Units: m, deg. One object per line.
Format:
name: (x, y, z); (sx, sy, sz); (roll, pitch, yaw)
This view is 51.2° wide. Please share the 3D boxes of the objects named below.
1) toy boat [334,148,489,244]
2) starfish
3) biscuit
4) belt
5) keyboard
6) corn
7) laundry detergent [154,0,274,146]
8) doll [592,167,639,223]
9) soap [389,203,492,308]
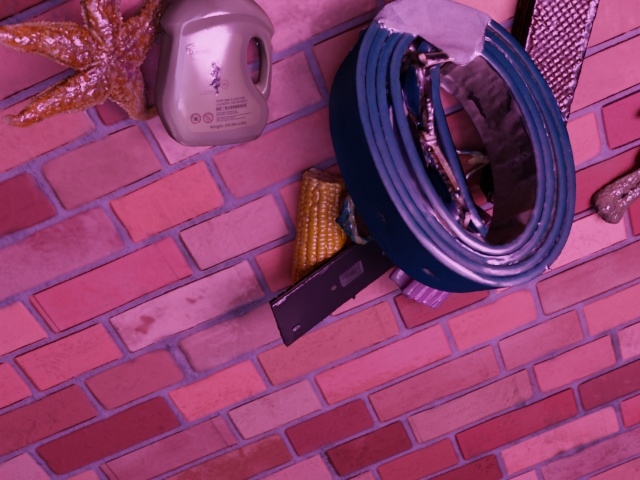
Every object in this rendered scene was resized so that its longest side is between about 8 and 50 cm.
toy boat: (0.150, -0.090, 1.100); (0.293, 0.099, 0.108); (-26, 121, -17)
starfish: (-0.303, -0.264, 0.904); (0.302, 0.060, 0.299); (-39, 144, -37)
biscuit: (0.354, -0.241, 1.101); (0.108, 0.073, 0.388); (1, 116, -9)
belt: (0.190, -0.136, 0.977); (0.301, 0.173, 0.436); (-21, 90, -17)
keyboard: (0.047, 0.056, 1.136); (0.317, 0.027, 0.106); (-35, 129, -25)
corn: (0.000, 0.000, 1.149); (0.094, 0.093, 0.244); (0, 117, -10)
laundry detergent: (-0.154, -0.271, 0.982); (0.181, 0.091, 0.253); (-7, 118, -24)
doll: (0.615, -0.157, 1.189); (0.286, 0.091, 0.202); (-20, 107, 12)
soap: (0.231, 0.025, 1.196); (0.203, 0.065, 0.122); (-47, 141, 14)
